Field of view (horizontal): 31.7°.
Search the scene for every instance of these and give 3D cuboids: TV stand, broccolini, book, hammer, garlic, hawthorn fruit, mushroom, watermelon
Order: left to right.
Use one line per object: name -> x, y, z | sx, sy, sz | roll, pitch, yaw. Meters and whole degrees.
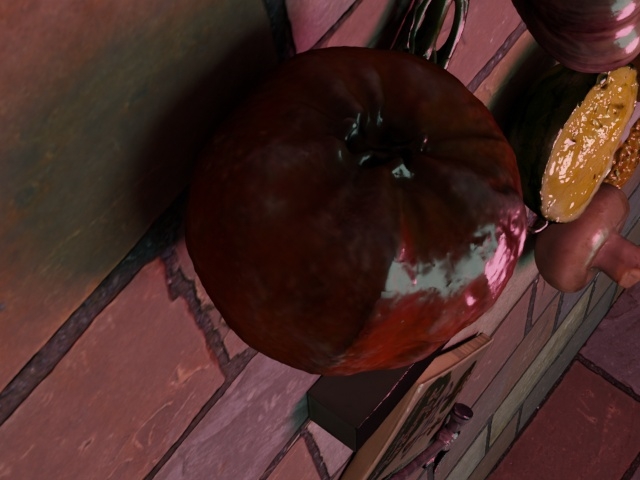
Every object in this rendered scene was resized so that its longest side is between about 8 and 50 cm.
hawthorn fruit -> 0.017, 0.001, 0.829 | 0.242, 0.242, 0.272 | -42, 165, -32
TV stand -> 0.099, 0.134, 1.436 | 0.269, 0.082, 0.088 | -48, 158, -22
hammer -> 0.158, 0.428, 2.099 | 0.427, 0.044, 0.152 | -19, 140, -57
book -> 0.164, 0.293, 1.895 | 0.371, 0.043, 0.260 | -13, 134, -63
broccolini -> 0.090, -0.181, 0.971 | 0.091, 0.068, 0.203 | 13, 102, -38
watermelon -> 0.294, -0.129, 1.394 | 0.204, 0.127, 0.232 | 2, 117, -57
garlic -> 0.219, -0.269, 0.974 | 0.245, 0.160, 0.245 | 1, 90, -81
mushroom -> 0.471, 0.007, 1.919 | 0.204, 0.204, 0.204 | -46, 158, -25

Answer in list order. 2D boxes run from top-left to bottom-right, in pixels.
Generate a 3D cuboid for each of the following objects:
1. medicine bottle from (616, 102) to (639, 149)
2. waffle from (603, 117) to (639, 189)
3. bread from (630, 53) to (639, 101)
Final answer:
medicine bottle -> 0.456, -0.172, 1.820 | 0.220, 0.061, 0.092 | -44, -178, -29
waffle -> 0.572, -0.150, 2.122 | 0.149, 0.051, 0.194 | -56, 160, 5
bread -> 0.474, -0.257, 1.495 | 0.174, 0.251, 0.133 | -29, 127, -48
